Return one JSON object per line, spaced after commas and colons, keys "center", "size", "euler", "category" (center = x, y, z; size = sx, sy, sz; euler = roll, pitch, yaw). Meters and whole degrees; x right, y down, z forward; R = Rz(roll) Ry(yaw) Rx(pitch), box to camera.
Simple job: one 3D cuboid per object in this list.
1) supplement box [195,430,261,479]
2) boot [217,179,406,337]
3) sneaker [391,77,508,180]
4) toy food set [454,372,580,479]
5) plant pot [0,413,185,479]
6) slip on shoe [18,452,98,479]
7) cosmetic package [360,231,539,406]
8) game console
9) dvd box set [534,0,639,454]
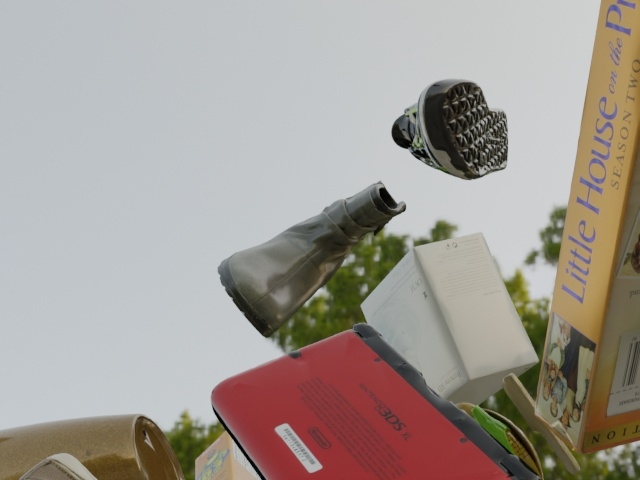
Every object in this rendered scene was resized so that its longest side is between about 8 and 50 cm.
{"center": [-0.127, 0.355, 1.516], "size": [0.078, 0.233, 0.080], "euler": [-44, -78, 3], "category": "supplement box"}
{"center": [0.000, 0.000, 1.057], "size": [0.161, 0.246, 0.083], "euler": [-36, -88, 15], "category": "boot"}
{"center": [0.107, -0.092, 0.993], "size": [0.097, 0.084, 0.234], "euler": [0, -4, 20], "category": "sneaker"}
{"center": [0.172, 0.229, 1.121], "size": [0.038, 0.132, 0.192], "euler": [-25, -18, -36], "category": "toy food set"}
{"center": [-0.262, 0.272, 1.040], "size": [0.254, 0.237, 0.237], "euler": [-24, -52, 6], "category": "plant pot"}
{"center": [-0.135, 0.183, 0.671], "size": [0.135, 0.041, 0.051], "euler": [35, -64, 22], "category": "slip on shoe"}
{"center": [0.195, 0.144, 1.706], "size": [0.138, 0.225, 0.224], "euler": [-13, -22, -27], "category": "cosmetic package"}
{"center": [0.037, 0.105, 0.465], "size": [0.124, 0.144, 0.085], "euler": [-20, -62, -19], "category": "game console"}
{"center": [0.309, -0.074, 0.729], "size": [0.307, 0.062, 0.421], "euler": [-9, -63, -24], "category": "dvd box set"}
